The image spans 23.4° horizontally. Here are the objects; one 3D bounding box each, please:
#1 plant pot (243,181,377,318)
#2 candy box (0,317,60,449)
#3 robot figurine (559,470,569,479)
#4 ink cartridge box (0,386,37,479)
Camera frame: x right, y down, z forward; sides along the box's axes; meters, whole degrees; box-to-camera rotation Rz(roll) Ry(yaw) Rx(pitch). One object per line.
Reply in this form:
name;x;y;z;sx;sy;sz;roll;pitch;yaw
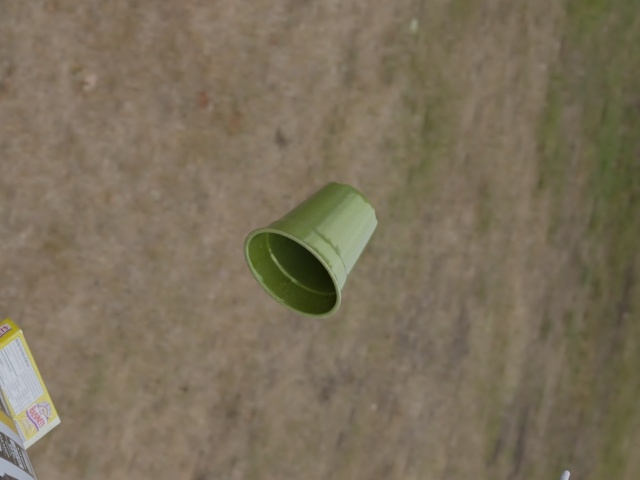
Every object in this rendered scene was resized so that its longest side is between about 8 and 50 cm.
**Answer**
plant pot;0.000;0.000;1.121;0.079;0.083;0.083;-49;144;-35
candy box;-0.322;0.162;1.521;0.105;0.027;0.206;-40;155;-20
robot figurine;0.116;0.358;1.362;0.353;0.200;0.300;-38;132;-16
ink cartridge box;-0.220;0.085;0.724;0.272;0.130;0.309;81;-15;-76
